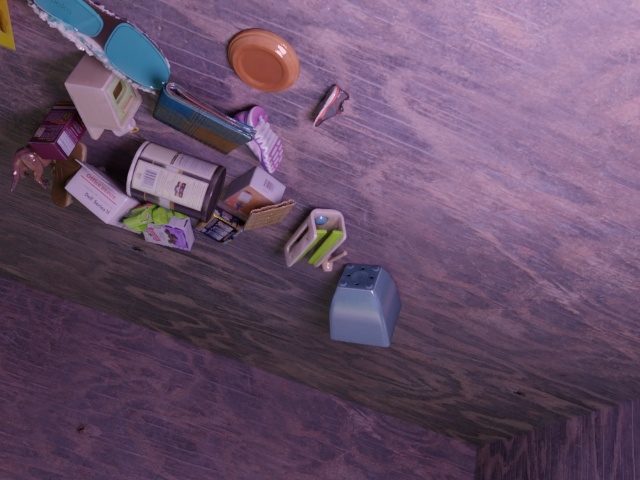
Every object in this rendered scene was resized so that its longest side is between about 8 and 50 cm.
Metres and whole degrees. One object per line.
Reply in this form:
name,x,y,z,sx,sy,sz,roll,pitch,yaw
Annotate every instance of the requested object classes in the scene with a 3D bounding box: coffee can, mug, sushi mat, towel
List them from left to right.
mug,-0.636,-0.380,1.898,0.064,0.078,0.062,-11,106,24
coffee can,-0.481,-0.198,1.956,0.276,0.201,0.201,19,148,-3
towel,-0.350,-0.344,1.693,0.272,0.040,0.370,27,172,-19
sushi mat,-0.184,-0.082,2.007,0.152,0.019,0.316,-16,174,-15

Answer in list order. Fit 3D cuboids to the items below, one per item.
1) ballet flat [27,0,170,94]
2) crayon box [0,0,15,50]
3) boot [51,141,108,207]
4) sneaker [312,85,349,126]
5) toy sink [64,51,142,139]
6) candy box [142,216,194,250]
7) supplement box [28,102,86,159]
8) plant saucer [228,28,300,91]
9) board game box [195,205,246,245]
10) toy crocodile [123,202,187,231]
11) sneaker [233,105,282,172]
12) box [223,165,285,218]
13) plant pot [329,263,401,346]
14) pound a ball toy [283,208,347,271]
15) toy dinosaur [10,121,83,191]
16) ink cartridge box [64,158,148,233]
ballet flat,-0.585,-0.551,1.566,0.409,0.147,0.147,37,143,-24
crayon box,-0.980,-0.672,1.577,0.319,0.081,0.202,23,148,-8
boot,-0.846,-0.254,2.081,0.095,0.203,0.261,30,117,9
sneaker,0.029,-0.359,1.609,0.065,0.061,0.158,20,149,-17
toy sink,-0.630,-0.421,1.732,0.131,0.152,0.234,11,146,9
candy box,-0.629,-0.045,2.378,0.196,0.070,0.164,13,148,6
supplement box,-0.845,-0.357,1.892,0.104,0.188,0.080,5,146,18
plant saucer,-0.154,-0.469,1.546,0.200,0.037,0.200,12,147,8
board game box,-0.392,-0.056,2.273,0.141,0.048,0.170,33,145,-21
toy crocodile,-0.573,-0.103,2.053,0.115,0.340,0.105,-14,97,23
sneaker,-0.195,-0.307,1.770,0.105,0.095,0.236,7,142,28
box,-0.228,-0.159,2.000,0.130,0.091,0.171,35,143,-27
plant pot,0.170,0.232,2.286,0.247,0.247,0.252,5,130,19
pound a ball toy,0.000,0.000,2.133,0.208,0.135,0.319,1,154,-25
toy dinosaur,-0.978,-0.302,2.015,0.127,0.296,0.200,41,151,19
ink cartridge box,-0.742,-0.148,2.038,0.207,0.119,0.353,38,178,8
